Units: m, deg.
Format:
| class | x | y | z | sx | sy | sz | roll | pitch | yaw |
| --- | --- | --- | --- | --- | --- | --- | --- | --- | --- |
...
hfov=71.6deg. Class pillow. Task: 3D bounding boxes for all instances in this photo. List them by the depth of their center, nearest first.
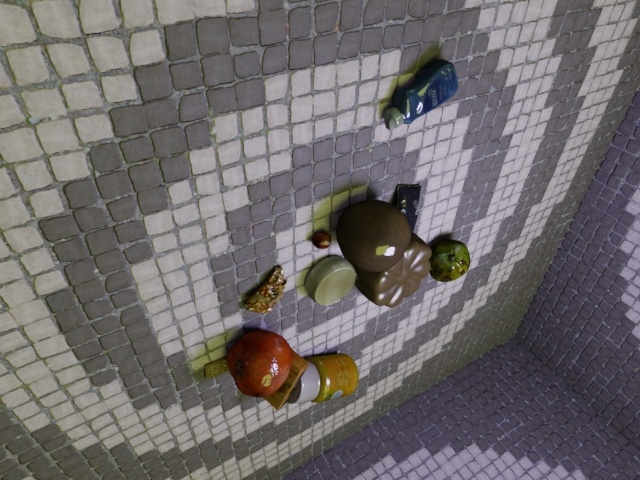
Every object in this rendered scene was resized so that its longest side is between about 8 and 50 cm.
| class | x | y | z | sx | sy | sz | roll | pitch | yaw |
| --- | --- | --- | --- | --- | --- | --- | --- | --- | --- |
| pillow | 0.371 | -0.133 | 1.890 | 0.141 | 0.055 | 0.209 | -4 | 104 | -36 |

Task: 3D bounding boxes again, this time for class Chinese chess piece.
| class | x | y | z | sx | sy | sz | roll | pitch | yaw |
| --- | --- | --- | --- | --- | --- | --- | --- | --- | --- |
| Chinese chess piece | 0.047 | 0.173 | 1.912 | 0.237 | 0.092 | 0.238 | -21 | 135 | -23 |

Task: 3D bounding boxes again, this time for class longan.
| class | x | y | z | sx | sy | sz | roll | pitch | yaw |
| --- | --- | --- | --- | --- | --- | --- | --- | --- | --- |
| longan | 0.204 | -0.019 | 1.732 | 0.297 | 0.297 | 0.297 | -22 | 136 | -22 |

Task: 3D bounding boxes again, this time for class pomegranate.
| class | x | y | z | sx | sy | sz | roll | pitch | yaw |
| --- | --- | --- | --- | --- | --- | --- | --- | --- | --- |
| pomegranate | 0.652 | 0.124 | 2.265 | 0.221 | 0.204 | 0.277 | -19 | 136 | 1 |

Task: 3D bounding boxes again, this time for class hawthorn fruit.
| class | x | y | z | sx | sy | sz | roll | pitch | yaw |
| --- | --- | --- | --- | --- | --- | --- | --- | --- | --- |
| hawthorn fruit | 0.006 | 0.001 | 1.741 | 0.077 | 0.077 | 0.077 | -22 | 136 | -22 |
| hawthorn fruit | -0.229 | 0.498 | 1.872 | 0.307 | 0.276 | 0.276 | -18 | 137 | -46 |

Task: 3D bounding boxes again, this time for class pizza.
| class | x | y | z | sx | sy | sz | roll | pitch | yaw |
| --- | --- | --- | --- | --- | --- | --- | --- | --- | --- |
| pizza | -0.195 | 0.212 | 1.771 | 0.226 | 0.069 | 0.147 | -44 | 138 | 3 |

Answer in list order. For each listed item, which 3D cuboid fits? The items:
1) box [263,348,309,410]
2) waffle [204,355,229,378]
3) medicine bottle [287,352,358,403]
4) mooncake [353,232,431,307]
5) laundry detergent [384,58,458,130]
| class | x | y | z | sx | sy | sz | roll | pitch | yaw |
| --- | --- | --- | --- | --- | --- | --- | --- | --- | --- |
| box | -0.189 | 0.626 | 2.058 | 0.076 | 0.174 | 0.274 | -16 | 138 | -60 |
| waffle | -0.434 | 0.544 | 1.914 | 0.134 | 0.021 | 0.092 | -14 | 132 | -28 |
| medicine bottle | -0.007 | 0.696 | 2.235 | 0.384 | 0.224 | 0.224 | 7 | 121 | -42 |
| mooncake | 0.328 | 0.122 | 2.010 | 0.378 | 0.201 | 0.379 | -23 | 137 | -23 |
| laundry detergent | 0.343 | -0.494 | 1.548 | 0.289 | 0.094 | 0.143 | -39 | 144 | -4 |
